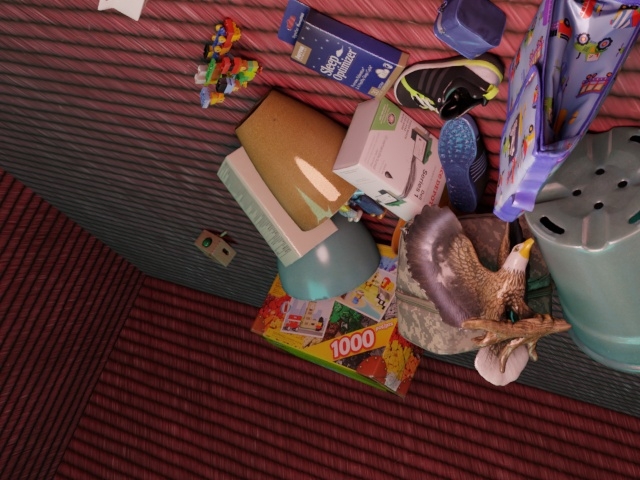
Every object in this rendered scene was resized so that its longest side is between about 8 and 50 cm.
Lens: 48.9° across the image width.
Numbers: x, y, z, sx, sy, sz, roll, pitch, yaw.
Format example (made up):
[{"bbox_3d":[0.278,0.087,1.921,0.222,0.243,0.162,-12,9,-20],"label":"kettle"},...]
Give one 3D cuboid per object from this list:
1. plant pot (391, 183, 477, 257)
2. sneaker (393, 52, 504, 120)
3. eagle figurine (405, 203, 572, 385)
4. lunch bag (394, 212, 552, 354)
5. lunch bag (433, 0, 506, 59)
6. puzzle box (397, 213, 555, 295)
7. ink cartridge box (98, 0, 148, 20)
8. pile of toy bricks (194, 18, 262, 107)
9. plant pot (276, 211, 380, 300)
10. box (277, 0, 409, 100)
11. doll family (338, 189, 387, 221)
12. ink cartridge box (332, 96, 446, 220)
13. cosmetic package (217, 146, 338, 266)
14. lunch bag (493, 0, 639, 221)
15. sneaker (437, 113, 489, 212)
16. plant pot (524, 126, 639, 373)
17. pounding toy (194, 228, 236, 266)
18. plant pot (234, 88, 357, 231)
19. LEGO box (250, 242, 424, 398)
[{"bbox_3d":[0.297,-0.002,1.597,0.187,0.205,0.205,33,160,-17],"label":"plant pot"},{"bbox_3d":[0.202,-0.249,1.188,0.084,0.097,0.234,32,159,-30],"label":"sneaker"},{"bbox_3d":[0.300,0.071,1.216,0.226,0.225,0.298,46,-169,-32],"label":"eagle figurine"},{"bbox_3d":[0.303,0.071,1.417,0.304,0.256,0.212,-7,-172,-20],"label":"lunch bag"},{"bbox_3d":[0.213,-0.316,1.031,0.098,0.067,0.065,29,160,-20],"label":"lunch bag"},{"bbox_3d":[0.417,0.044,1.874,0.272,0.052,0.409,4,156,44],"label":"puzzle box"},{"bbox_3d":[-0.309,-0.437,1.140,0.089,0.143,0.092,26,162,-15],"label":"ink cartridge box"},{"bbox_3d":[-0.168,-0.334,1.383,0.105,0.118,0.212,-6,163,-25],"label":"pile of toy bricks"},{"bbox_3d":[0.000,0.000,1.923,0.290,0.290,0.196,6,128,38],"label":"plant pot"},{"bbox_3d":[0.031,-0.332,1.244,0.225,0.037,0.136,24,162,-6],"label":"box"},{"bbox_3d":[0.073,-0.108,1.709,0.262,0.118,0.163,0,153,48],"label":"doll family"},{"bbox_3d":[0.151,-0.158,1.410,0.219,0.160,0.092,30,160,-30],"label":"ink cartridge box"},{"bbox_3d":[-0.108,-0.097,1.720,0.296,0.129,0.153,55,159,-2],"label":"cosmetic package"},{"bbox_3d":[0.319,-0.167,0.972,0.138,0.293,0.221,19,162,5],"label":"lunch bag"},{"bbox_3d":[0.287,-0.166,1.385,0.081,0.090,0.232,13,139,26],"label":"sneaker"},{"bbox_3d":[0.533,0.003,1.228,0.341,0.341,0.334,3,147,45],"label":"plant pot"},{"bbox_3d":[-0.390,0.014,2.658,0.130,0.100,0.141,26,166,35],"label":"pounding toy"},{"bbox_3d":[-0.049,-0.191,1.495,0.254,0.237,0.237,43,156,-15],"label":"plant pot"},{"bbox_3d":[0.087,0.197,2.087,0.500,0.373,0.193,12,161,43],"label":"LEGO box"}]
